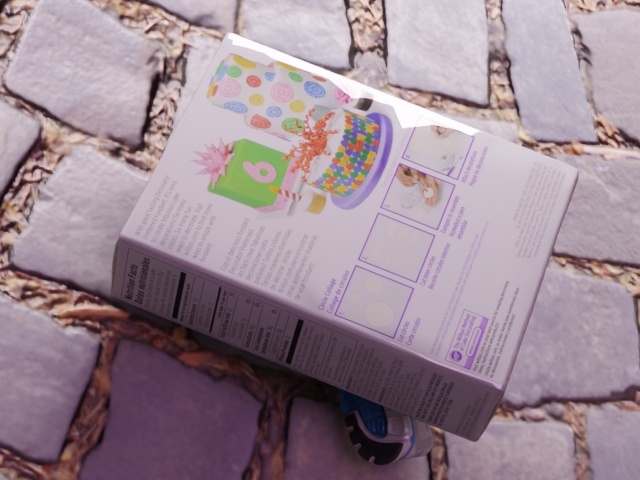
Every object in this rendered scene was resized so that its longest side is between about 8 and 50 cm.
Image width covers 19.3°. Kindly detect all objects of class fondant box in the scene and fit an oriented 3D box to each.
[{"bbox_3d":[0.023,-0.007,1.570,0.330,0.096,0.238,22,56,3],"label":"fondant box"}]

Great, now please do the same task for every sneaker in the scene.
[{"bbox_3d":[0.048,0.106,1.626,0.083,0.071,0.191,14,55,-54],"label":"sneaker"}]
